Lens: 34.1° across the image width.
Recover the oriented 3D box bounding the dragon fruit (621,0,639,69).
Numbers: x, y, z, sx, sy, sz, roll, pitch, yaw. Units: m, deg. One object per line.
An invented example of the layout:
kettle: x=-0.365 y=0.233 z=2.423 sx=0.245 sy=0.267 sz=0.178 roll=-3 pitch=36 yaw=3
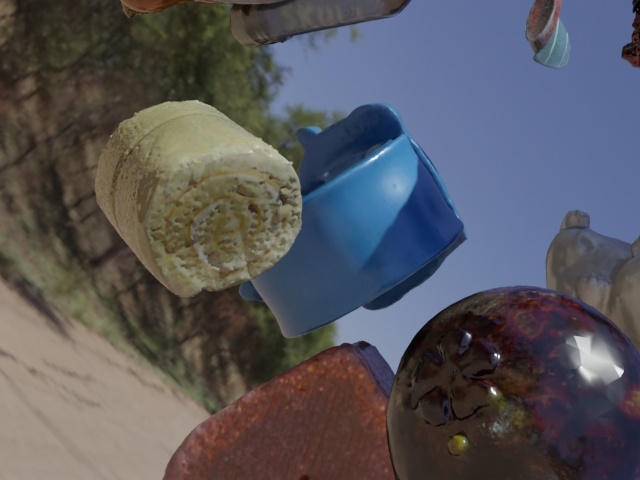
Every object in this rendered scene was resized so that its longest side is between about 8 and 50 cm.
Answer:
dragon fruit: x=0.500 y=-0.256 z=0.992 sx=0.329 sy=0.286 sz=0.228 roll=25 pitch=-24 yaw=-5

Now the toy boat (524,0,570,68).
toy boat: x=0.282 y=-0.234 z=1.250 sx=0.034 sy=0.096 sz=0.122 roll=8 pitch=-22 yaw=35

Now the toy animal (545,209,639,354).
toy animal: x=0.365 y=0.076 z=1.106 sx=0.208 sy=0.154 sz=0.325 roll=14 pitch=15 yaw=-47

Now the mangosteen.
mangosteen: x=0.129 y=0.112 z=0.620 sx=0.184 sy=0.172 sz=0.172 roll=15 pitch=9 yaw=-29

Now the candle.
candle: x=0.006 y=0.244 z=1.067 sx=0.317 sy=0.287 sz=0.131 roll=19 pitch=0 yaw=17

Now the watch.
watch: x=0.000 y=0.000 z=1.194 sx=0.241 sy=0.305 sz=0.274 roll=56 pitch=19 yaw=-4

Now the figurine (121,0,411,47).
figurine: x=-0.047 y=-0.220 z=0.510 sx=0.224 sy=0.205 sz=0.382 roll=40 pitch=10 yaw=-13

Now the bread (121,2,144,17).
bread: x=-0.116 y=-0.325 z=0.995 sx=0.088 sy=0.233 sz=0.160 roll=46 pitch=-33 yaw=18

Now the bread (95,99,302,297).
bread: x=-0.109 y=-0.041 z=0.916 sx=0.141 sy=0.148 sz=0.134 roll=40 pitch=-27 yaw=52
